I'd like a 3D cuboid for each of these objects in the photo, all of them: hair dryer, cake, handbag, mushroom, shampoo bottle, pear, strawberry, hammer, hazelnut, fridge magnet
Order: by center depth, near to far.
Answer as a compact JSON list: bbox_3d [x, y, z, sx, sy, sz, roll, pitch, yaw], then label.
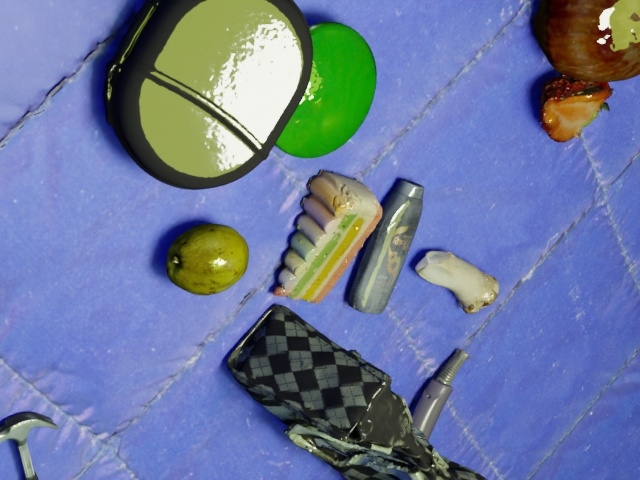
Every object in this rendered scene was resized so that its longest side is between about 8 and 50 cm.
[{"bbox_3d":[-0.146,-0.216,1.563,0.254,0.093,0.308,30,95,-28],"label":"handbag"},{"bbox_3d":[-0.163,0.027,1.713,0.131,0.107,0.107,-10,119,-46],"label":"pear"},{"bbox_3d":[-0.420,0.354,1.722,0.103,0.029,0.246,-26,128,-28],"label":"hammer"},{"bbox_3d":[-0.005,-0.222,1.727,0.208,0.088,0.208,-19,123,-32],"label":"fridge magnet"},{"bbox_3d":[0.014,0.009,1.871,0.109,0.090,0.225,7,108,-47],"label":"cake"},{"bbox_3d":[0.078,0.304,1.922,0.180,0.317,0.416,-54,136,-14],"label":"handbag"},{"bbox_3d":[0.471,-0.370,1.980,0.218,0.218,0.234,-45,136,-13],"label":"hazelnut"},{"bbox_3d":[0.115,0.011,1.984,0.087,0.049,0.234,10,106,-46],"label":"shampoo bottle"},{"bbox_3d":[0.443,-0.248,2.104,0.192,0.085,0.140,-21,149,-25],"label":"strawberry"},{"bbox_3d":[0.241,0.068,2.116,0.084,0.071,0.209,-36,138,24],"label":"mushroom"},{"bbox_3d":[0.214,0.380,2.246,0.301,0.121,0.361,24,91,-54],"label":"hair dryer"}]
